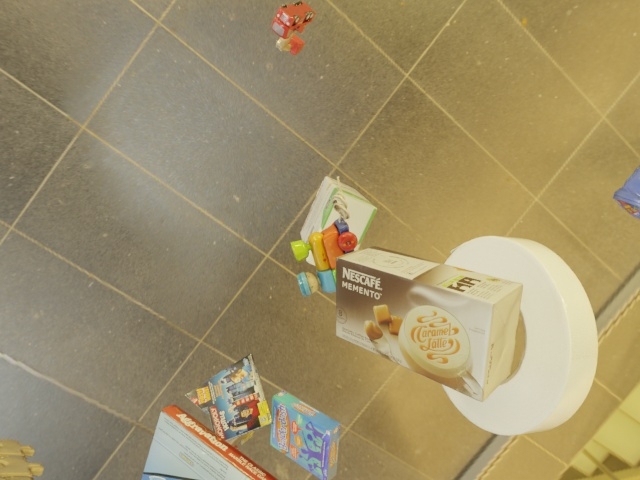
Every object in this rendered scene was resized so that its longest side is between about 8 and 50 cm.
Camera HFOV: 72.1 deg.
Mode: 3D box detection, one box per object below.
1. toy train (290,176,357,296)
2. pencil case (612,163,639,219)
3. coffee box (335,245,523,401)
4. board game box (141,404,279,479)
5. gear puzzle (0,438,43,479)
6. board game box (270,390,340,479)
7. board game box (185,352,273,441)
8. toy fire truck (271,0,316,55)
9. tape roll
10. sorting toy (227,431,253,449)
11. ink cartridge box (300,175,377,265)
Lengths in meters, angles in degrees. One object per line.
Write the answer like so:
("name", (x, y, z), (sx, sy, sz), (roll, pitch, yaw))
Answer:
("toy train", (0.000, 0.000, 0.934), (0.144, 0.105, 0.247), (-17, 112, -3))
("pencil case", (0.641, -0.154, 0.720), (0.119, 0.133, 0.306), (3, 126, -54))
("coffee box", (0.144, 0.104, 0.638), (0.098, 0.247, 0.141), (-16, 114, -44))
("board game box", (-0.095, 0.317, 0.486), (0.281, 0.027, 0.145), (21, 95, 29))
("gear puzzle", (-0.367, 0.253, 0.425), (0.176, 0.339, 0.044), (22, 71, -35))
("board game box", (-0.046, 0.526, 1.192), (0.047, 0.210, 0.160), (-13, 111, -49))
("board game box", (-0.242, 0.421, 1.145), (0.194, 0.194, 0.060), (-18, 146, -10))
("toy fire truck", (-0.074, -0.518, 1.089), (0.047, 0.192, 0.135), (39, 129, -3))
("tape roll", (0.359, 0.183, 0.894), (0.072, 0.392, 0.391), (4, 103, -21))
("sorting toy", (-0.279, 0.607, 1.371), (0.132, 0.274, 0.046), (-40, 66, -16))
("ink cartridge box", (0.039, -0.051, 1.233), (0.117, 0.278, 0.201), (22, 102, -12))
